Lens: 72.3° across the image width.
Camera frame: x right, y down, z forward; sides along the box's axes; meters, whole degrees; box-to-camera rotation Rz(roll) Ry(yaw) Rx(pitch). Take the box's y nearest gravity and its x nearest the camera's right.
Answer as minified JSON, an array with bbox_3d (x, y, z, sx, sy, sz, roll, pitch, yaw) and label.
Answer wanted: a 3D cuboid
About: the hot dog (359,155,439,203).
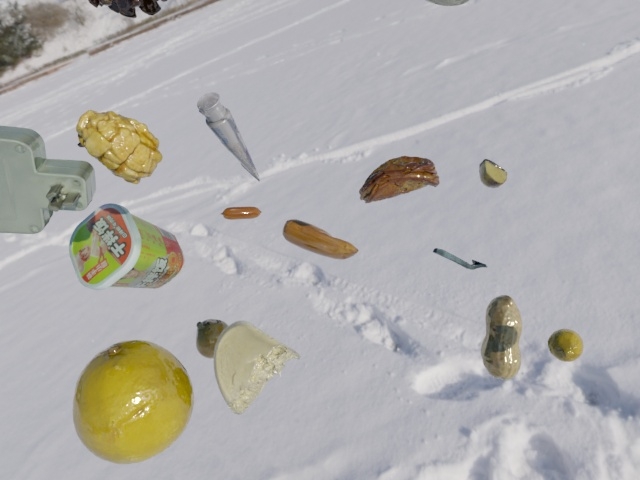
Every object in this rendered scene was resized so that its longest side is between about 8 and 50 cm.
[{"bbox_3d":[0.244,-0.204,1.407,0.258,0.114,0.175,-13,21,9],"label":"hot dog"}]

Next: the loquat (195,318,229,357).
[{"bbox_3d":[-0.468,0.416,1.892,0.149,0.205,0.172,-12,37,23],"label":"loquat"}]

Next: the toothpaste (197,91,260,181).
[{"bbox_3d":[-0.256,-0.290,1.267,0.073,0.299,0.114,-43,57,-11],"label":"toothpaste"}]

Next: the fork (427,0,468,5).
[{"bbox_3d":[0.103,-0.363,0.614,0.219,0.034,0.029,23,89,20],"label":"fork"}]

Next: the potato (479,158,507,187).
[{"bbox_3d":[0.582,-0.214,1.504,0.096,0.066,0.103,31,45,1],"label":"potato"}]

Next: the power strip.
[{"bbox_3d":[-0.646,-0.116,0.953,0.260,0.230,0.141,3,32,-16],"label":"power strip"}]

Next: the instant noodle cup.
[{"bbox_3d":[-0.674,0.046,1.585,0.293,0.308,0.294,-5,76,20],"label":"instant noodle cup"}]

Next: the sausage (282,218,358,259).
[{"bbox_3d":[-0.002,0.004,1.853,0.353,0.134,0.116,22,75,31],"label":"sausage"}]

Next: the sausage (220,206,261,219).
[{"bbox_3d":[-0.353,-0.123,1.951,0.182,0.062,0.054,-2,-16,-11],"label":"sausage"}]

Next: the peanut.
[{"bbox_3d":[0.554,0.295,1.346,0.123,0.257,0.123,2,-2,0],"label":"peanut"}]

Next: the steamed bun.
[{"bbox_3d":[-0.249,0.425,1.465,0.273,0.290,0.272,30,69,9],"label":"steamed bun"}]

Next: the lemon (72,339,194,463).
[{"bbox_3d":[-0.542,0.464,1.279,0.347,0.348,0.348,-17,29,10],"label":"lemon"}]

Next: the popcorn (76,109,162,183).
[{"bbox_3d":[-0.474,-0.229,1.037,0.140,0.194,0.163,-55,19,-15],"label":"popcorn"}]

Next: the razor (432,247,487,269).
[{"bbox_3d":[0.417,0.059,1.329,0.066,0.189,0.033,28,100,63],"label":"razor"}]

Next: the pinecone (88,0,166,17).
[{"bbox_3d":[-0.484,-0.728,1.034,0.397,0.398,0.398,-17,29,10],"label":"pinecone"}]

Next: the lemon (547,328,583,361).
[{"bbox_3d":[0.622,0.266,1.112,0.081,0.082,0.110,-2,2,32],"label":"lemon"}]
